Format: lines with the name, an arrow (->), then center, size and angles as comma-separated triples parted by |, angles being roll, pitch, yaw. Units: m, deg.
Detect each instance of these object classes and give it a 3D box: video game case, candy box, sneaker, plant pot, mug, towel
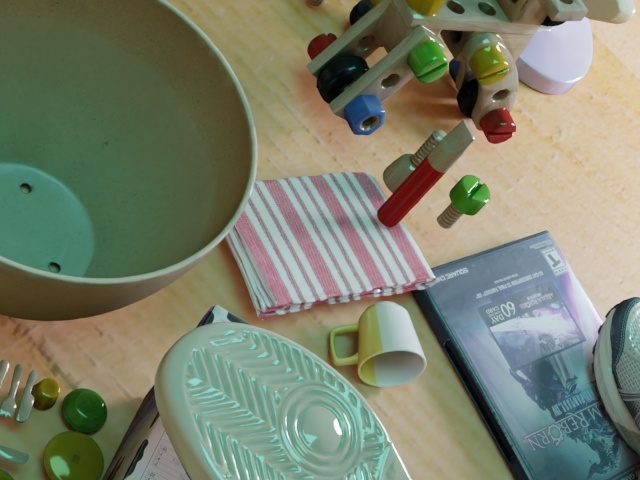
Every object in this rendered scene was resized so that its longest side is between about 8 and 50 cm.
video game case -> 0.225, 0.130, 1.140 | 0.196, 0.026, 0.274 | -16, 69, -36
candy box -> -0.112, 0.170, 0.828 | 0.070, 0.165, 0.196 | 30, 51, -8
sneaker -> 0.352, 0.174, 1.089 | 0.110, 0.122, 0.283 | 5, 59, -28
plant pot -> -0.216, -0.049, 0.891 | 0.284, 0.191, 0.284 | 15, 54, -21
sneaker -> 0.007, 0.208, 0.748 | 0.350, 0.148, 0.131 | 49, 51, -3
mug -> 0.054, 0.089, 1.047 | 0.078, 0.062, 0.064 | 17, 46, -28
towel -> 0.000, 0.000, 1.085 | 0.197, 0.029, 0.144 | -8, 56, -34

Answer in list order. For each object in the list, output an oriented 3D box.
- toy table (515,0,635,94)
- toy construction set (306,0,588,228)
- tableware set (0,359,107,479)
toy table -> 0.277, -0.331, 1.376 | 0.252, 0.161, 0.274 | -10, 68, -34
toy construction set -> 0.141, -0.186, 1.135 | 0.257, 0.237, 0.309 | 22, 45, -20
tableware set -> -0.216, 0.170, 0.864 | 0.104, 0.024, 0.154 | 23, 51, -20
